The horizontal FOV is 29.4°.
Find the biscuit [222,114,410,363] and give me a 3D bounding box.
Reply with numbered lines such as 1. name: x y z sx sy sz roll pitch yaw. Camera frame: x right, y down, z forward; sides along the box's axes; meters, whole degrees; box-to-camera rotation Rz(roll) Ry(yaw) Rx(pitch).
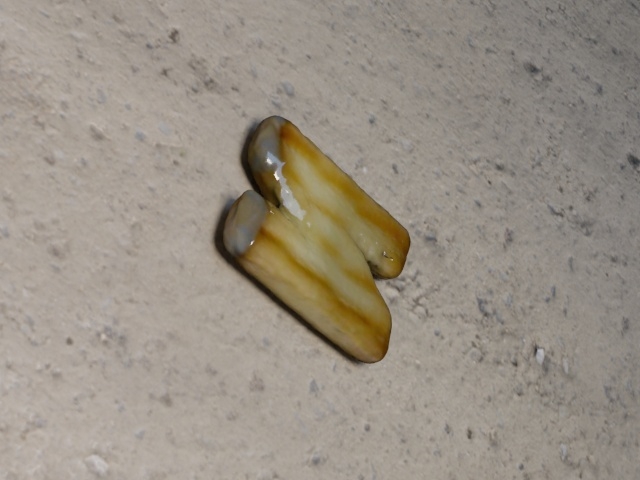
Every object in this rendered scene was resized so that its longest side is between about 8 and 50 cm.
1. biscuit: 0.000 0.000 1.566 0.291 0.062 0.236 39 45 -29
